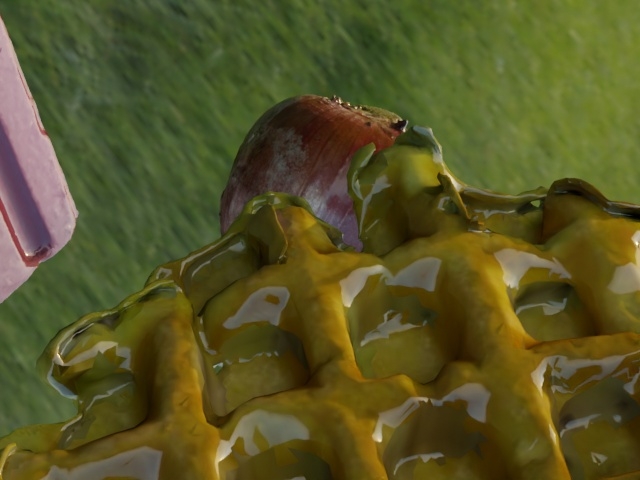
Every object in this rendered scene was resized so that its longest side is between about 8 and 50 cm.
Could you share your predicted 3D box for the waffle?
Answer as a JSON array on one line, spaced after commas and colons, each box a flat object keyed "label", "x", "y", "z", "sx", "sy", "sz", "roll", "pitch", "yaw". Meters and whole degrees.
[{"label": "waffle", "x": 0.057, "y": 0.102, "z": 0.459, "sx": 0.302, "sy": 0.325, "sz": 0.068, "roll": -51, "pitch": 159, "yaw": -35}]

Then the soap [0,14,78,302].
[{"label": "soap", "x": -0.361, "y": -0.105, "z": 1.352, "sx": 0.128, "sy": 0.359, "sz": 0.233, "roll": 1, "pitch": -149, "yaw": 33}]

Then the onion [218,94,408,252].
[{"label": "onion", "x": 0.000, "y": 0.000, "z": 1.086, "sx": 0.194, "sy": 0.159, "sz": 0.159, "roll": -67, "pitch": 160, "yaw": 1}]
